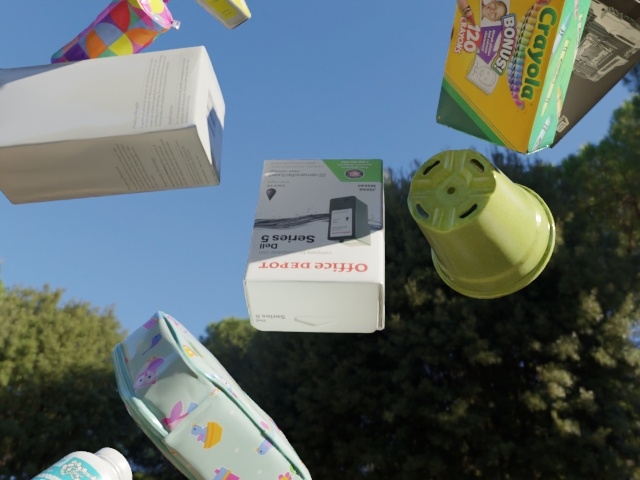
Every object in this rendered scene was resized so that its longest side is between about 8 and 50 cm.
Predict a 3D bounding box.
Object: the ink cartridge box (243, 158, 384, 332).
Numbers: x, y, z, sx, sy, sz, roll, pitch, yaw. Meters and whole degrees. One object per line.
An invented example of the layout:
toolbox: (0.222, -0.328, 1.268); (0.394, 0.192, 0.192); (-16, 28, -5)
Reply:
ink cartridge box: (0.000, 0.000, 1.070); (0.199, 0.272, 0.114); (0, -44, 4)

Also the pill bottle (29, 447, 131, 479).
pill bottle: (-0.457, 0.472, 1.216); (0.146, 0.264, 0.146); (8, -73, 25)

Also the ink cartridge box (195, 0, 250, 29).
ink cartridge box: (-0.266, -0.575, 1.253); (0.072, 0.303, 0.307); (-26, -13, 12)

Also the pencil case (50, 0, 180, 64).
pencil case: (-0.361, -0.352, 1.206); (0.236, 0.104, 0.104); (-29, -45, 21)

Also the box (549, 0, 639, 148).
box: (0.415, -0.343, 1.223); (0.243, 0.076, 0.307); (34, -43, -3)

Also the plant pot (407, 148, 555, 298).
plant pot: (0.310, -0.053, 1.412); (0.276, 0.275, 0.254); (-16, -32, 26)

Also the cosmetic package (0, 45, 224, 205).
cosmetic package: (-0.359, -0.191, 1.152); (0.366, 0.196, 0.155); (-5, -33, 6)

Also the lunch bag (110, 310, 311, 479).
lunch bag: (-0.138, 0.226, 0.867); (0.279, 0.108, 0.224); (54, -12, -25)

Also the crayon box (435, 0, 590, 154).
crayon box: (0.276, -0.283, 0.991); (0.165, 0.081, 0.278); (29, -54, 36)
